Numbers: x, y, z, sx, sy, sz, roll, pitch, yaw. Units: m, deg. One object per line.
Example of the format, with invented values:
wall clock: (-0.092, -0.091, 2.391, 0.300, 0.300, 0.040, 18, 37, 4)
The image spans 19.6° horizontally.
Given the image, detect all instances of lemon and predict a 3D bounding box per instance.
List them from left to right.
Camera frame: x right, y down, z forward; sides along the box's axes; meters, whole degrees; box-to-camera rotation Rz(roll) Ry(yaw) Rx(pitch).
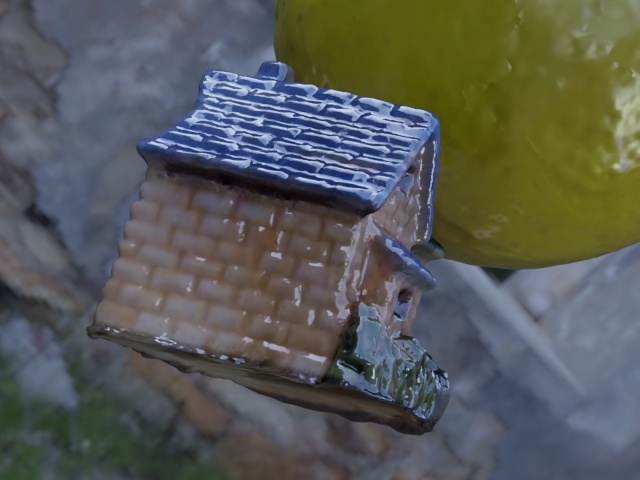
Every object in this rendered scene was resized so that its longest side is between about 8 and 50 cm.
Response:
lemon: (0.138, -0.143, 1.187, 0.348, 0.348, 0.348, 47, 7, -8)

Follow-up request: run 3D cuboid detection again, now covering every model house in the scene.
model house: (0.000, 0.000, 0.987, 0.167, 0.172, 0.183, 10, -11, 21)
